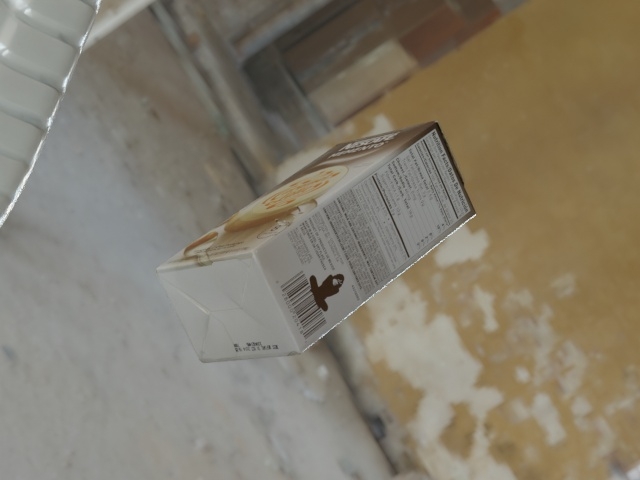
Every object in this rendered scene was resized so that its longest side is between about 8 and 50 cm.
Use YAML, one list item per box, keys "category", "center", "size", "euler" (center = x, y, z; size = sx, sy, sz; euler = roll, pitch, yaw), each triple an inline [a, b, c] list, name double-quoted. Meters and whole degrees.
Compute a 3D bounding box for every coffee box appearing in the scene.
- category: "coffee box"
  center: [0.000, 0.000, 1.217]
  size: [0.246, 0.141, 0.098]
  euler: [-36, 108, -38]

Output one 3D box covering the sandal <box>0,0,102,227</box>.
- category: "sandal"
  center: [-0.214, -0.094, 0.737]
  size: [0.169, 0.102, 0.416]
  euler: [39, 59, -15]
